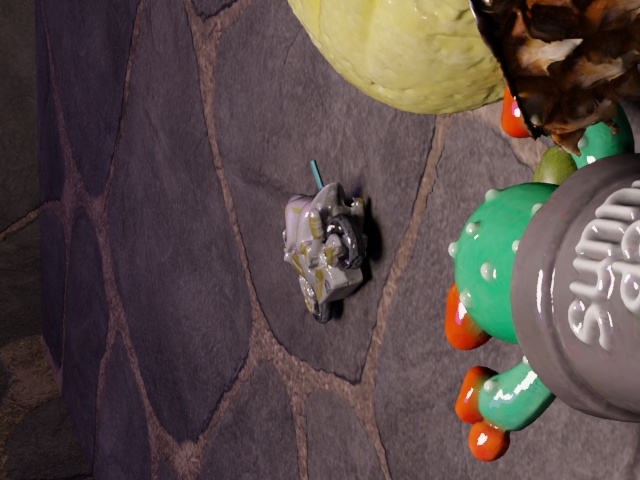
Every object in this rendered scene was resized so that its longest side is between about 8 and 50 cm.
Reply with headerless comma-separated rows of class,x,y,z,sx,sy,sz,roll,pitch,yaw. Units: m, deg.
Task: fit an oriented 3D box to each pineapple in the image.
pineapple,0.224,-0.206,0.744,0.262,0.271,0.262,51,-152,-41

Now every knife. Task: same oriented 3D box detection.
knife,0.003,-0.062,1.617,0.014,0.005,0.091,117,139,-57

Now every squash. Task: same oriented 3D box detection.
squash,0.210,0.010,1.082,0.052,0.052,0.183,175,84,-68

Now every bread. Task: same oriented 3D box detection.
bread,0.083,-0.260,1.046,0.320,0.237,0.321,169,90,-75

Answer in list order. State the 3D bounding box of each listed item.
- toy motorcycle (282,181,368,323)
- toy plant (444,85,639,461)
toy motorcycle,0.000,0.000,1.554,0.225,0.073,0.152,114,138,-61
toy plant,0.205,0.020,0.912,0.400,0.185,0.280,-168,68,-71
